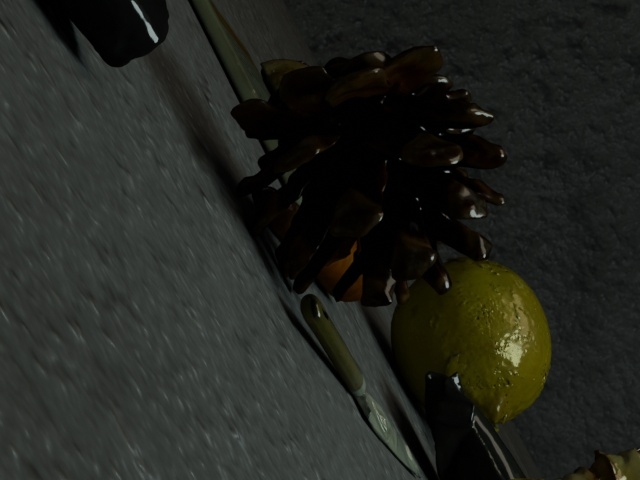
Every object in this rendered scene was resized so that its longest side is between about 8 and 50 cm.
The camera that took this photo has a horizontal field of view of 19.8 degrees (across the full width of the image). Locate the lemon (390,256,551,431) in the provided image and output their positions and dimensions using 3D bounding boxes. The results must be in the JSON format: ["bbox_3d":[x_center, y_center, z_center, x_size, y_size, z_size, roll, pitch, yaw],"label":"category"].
[{"bbox_3d":[0.162,0.112,1.962,0.173,0.173,0.206,53,21,-55],"label":"lemon"}]

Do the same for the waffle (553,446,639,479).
[{"bbox_3d":[0.296,0.353,1.814,0.376,0.114,0.261,92,-26,-72],"label":"waffle"}]

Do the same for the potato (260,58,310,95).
[{"bbox_3d":[-0.019,-0.157,2.122,0.103,0.066,0.096,-120,-173,-49],"label":"potato"}]

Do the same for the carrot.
[{"bbox_3d":[0.000,0.000,1.637,0.061,0.061,0.256,63,8,25],"label":"carrot"}]

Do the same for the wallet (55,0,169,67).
[{"bbox_3d":[-0.221,-0.299,1.065,0.406,0.062,0.228,56,7,-42],"label":"wallet"}]

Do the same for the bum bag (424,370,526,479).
[{"bbox_3d":[0.166,0.263,1.715,0.326,0.079,0.142,62,-6,18],"label":"bum bag"}]

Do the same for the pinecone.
[{"bbox_3d":[0.045,-0.046,1.467,0.229,0.202,0.201,7,84,-41],"label":"pinecone"}]

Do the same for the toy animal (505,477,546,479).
[{"bbox_3d":[0.167,0.257,1.422,0.156,0.156,0.230,62,9,15],"label":"toy animal"}]

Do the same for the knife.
[{"bbox_3d":[0.037,0.131,1.509,0.298,0.017,0.047,60,6,-54],"label":"knife"}]

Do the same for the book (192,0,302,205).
[{"bbox_3d":[-0.056,-0.134,1.989,0.295,0.020,0.208,63,5,23],"label":"book"}]
